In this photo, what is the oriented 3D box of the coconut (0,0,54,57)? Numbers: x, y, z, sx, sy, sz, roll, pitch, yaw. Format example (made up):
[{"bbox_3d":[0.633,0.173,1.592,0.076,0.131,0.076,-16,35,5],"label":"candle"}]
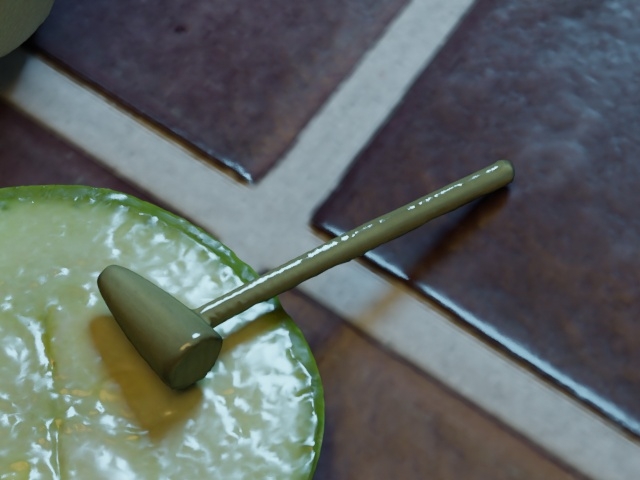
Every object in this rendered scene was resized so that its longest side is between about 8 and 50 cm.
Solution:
[{"bbox_3d":[-0.208,-0.177,0.845,0.241,0.241,0.241,-2,65,5],"label":"coconut"}]

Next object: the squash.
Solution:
[{"bbox_3d":[-0.110,0.071,0.782,0.219,0.041,0.219,5,56,-7],"label":"squash"}]

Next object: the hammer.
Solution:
[{"bbox_3d":[0.000,0.000,0.818,0.195,0.028,0.060,-25,54,-29],"label":"hammer"}]
